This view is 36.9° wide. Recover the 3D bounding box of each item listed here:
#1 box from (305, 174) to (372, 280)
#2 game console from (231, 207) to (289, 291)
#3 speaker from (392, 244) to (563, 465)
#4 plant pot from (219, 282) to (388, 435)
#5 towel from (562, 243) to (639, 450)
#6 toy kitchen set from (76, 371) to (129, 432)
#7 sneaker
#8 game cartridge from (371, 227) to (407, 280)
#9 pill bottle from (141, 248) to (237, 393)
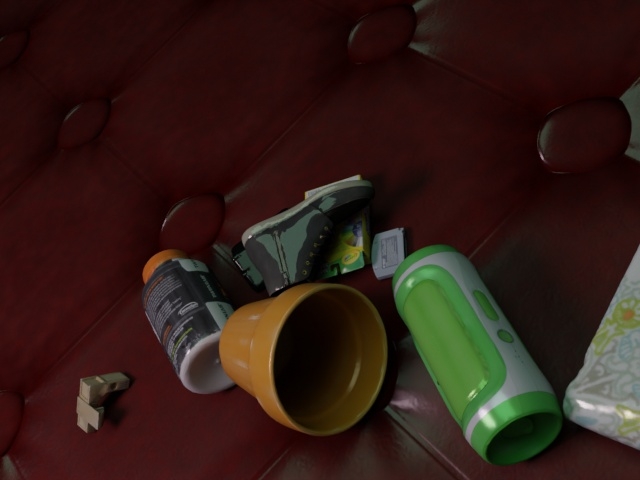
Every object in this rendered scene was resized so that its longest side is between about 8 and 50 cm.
[{"bbox_3d":[0.028,-0.013,1.532,0.105,0.043,0.179,-16,48,21],"label":"box"},{"bbox_3d":[-0.082,0.014,1.602,0.122,0.071,0.107,-37,76,4],"label":"game console"},{"bbox_3d":[0.197,0.142,1.251,0.131,0.131,0.296,-33,46,7],"label":"speaker"},{"bbox_3d":[-0.042,0.158,1.356,0.188,0.205,0.205,3,58,51],"label":"plant pot"},{"bbox_3d":[0.504,0.102,1.118,0.320,0.090,0.374,16,67,42],"label":"towel"},{"bbox_3d":[-0.347,0.270,1.565,0.068,0.075,0.083,24,112,45],"label":"toy kitchen set"},{"bbox_3d":[0.000,0.000,1.472,0.222,0.083,0.118,-27,67,3],"label":"sneaker"},{"bbox_3d":[0.106,0.022,1.475,0.056,0.017,0.083,-13,51,19],"label":"game cartridge"},{"bbox_3d":[-0.203,0.116,1.518,0.130,0.130,0.246,-39,46,1],"label":"pill bottle"}]
